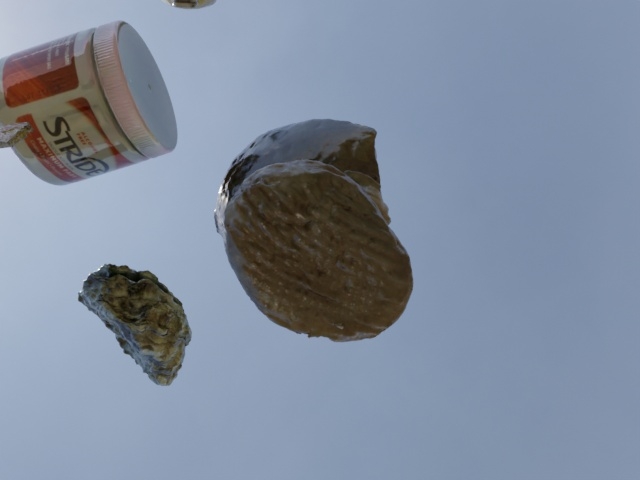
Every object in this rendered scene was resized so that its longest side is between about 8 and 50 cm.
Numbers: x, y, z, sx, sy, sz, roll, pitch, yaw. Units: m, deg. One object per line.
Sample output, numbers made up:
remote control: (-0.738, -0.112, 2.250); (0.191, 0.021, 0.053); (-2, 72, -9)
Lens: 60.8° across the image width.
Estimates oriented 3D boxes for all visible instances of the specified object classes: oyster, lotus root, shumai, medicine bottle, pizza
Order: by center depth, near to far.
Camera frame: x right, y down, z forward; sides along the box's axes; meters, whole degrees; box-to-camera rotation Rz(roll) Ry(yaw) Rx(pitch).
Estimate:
shumai: (0.000, 0.000, 0.583); (0.210, 0.153, 0.161); (33, -71, -13)
pizza: (-0.452, -0.134, 0.755); (0.123, 0.109, 0.026); (-26, -58, -31)
lotus root: (-0.044, -0.081, 0.830); (0.210, 0.314, 0.141); (-65, -37, -40)
medicine bottle: (-0.429, -0.251, 1.018); (0.241, 0.252, 0.252); (-17, -75, 4)
oyster: (-0.349, 0.164, 1.055); (0.268, 0.198, 0.112); (43, -143, -13)

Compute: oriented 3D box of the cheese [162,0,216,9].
cheese: (-0.272, -0.501, 1.122); (0.128, 0.235, 0.049); (0, -60, -13)
